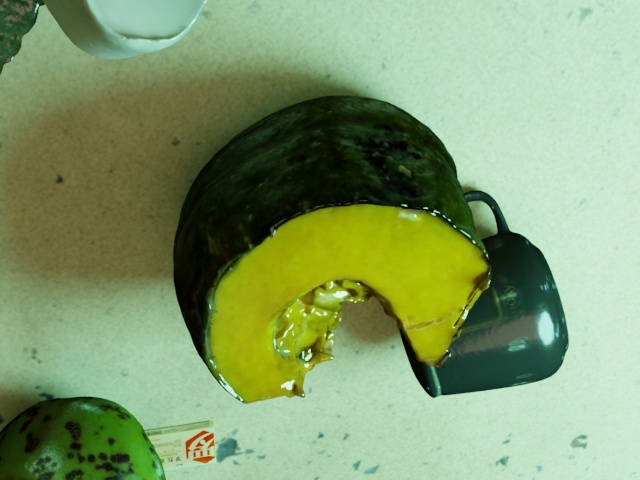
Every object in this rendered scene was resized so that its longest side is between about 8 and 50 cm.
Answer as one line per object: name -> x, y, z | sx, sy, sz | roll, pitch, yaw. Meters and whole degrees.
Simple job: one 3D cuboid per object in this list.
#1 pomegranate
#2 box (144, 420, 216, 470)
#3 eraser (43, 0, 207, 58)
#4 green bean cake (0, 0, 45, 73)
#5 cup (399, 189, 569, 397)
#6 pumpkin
pomegranate -> -0.260, 0.278, 1.333 | 0.211, 0.211, 0.263 | -44, 155, 13
box -> -0.171, 0.247, 1.429 | 0.093, 0.015, 0.058 | -7, 123, -10
eraser -> -0.184, -0.345, 0.938 | 0.331, 0.150, 0.331 | -3, 98, -24
green bean cake -> -0.329, -0.245, 1.046 | 0.181, 0.094, 0.173 | 28, 109, -27
cup -> 0.168, 0.061, 1.339 | 0.176, 0.169, 0.223 | -17, 89, 4
pumpkin -> 0.000, 0.000, 1.201 | 0.303, 0.225, 0.256 | -12, 125, -8
